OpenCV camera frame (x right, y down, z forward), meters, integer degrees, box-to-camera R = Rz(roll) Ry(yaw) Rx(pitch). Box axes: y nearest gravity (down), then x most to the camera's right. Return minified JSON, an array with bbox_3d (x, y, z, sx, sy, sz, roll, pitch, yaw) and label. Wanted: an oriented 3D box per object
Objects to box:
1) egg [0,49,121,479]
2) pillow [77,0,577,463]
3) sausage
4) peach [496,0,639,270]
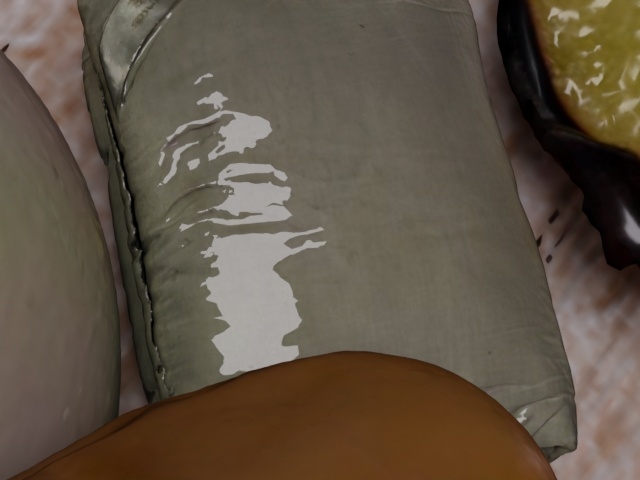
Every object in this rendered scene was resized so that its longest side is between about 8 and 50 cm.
[{"bbox_3d":[-0.170,0.003,0.428,0.271,0.162,0.206,15,73,-8],"label":"egg"},{"bbox_3d":[0.000,0.000,0.507,0.134,0.078,0.181,-6,76,-20],"label":"pillow"},{"bbox_3d":[-0.045,0.104,0.358,0.241,0.136,0.120,-23,106,-34],"label":"sausage"},{"bbox_3d":[0.163,-0.095,0.575,0.189,0.068,0.279,29,73,6],"label":"peach"}]
